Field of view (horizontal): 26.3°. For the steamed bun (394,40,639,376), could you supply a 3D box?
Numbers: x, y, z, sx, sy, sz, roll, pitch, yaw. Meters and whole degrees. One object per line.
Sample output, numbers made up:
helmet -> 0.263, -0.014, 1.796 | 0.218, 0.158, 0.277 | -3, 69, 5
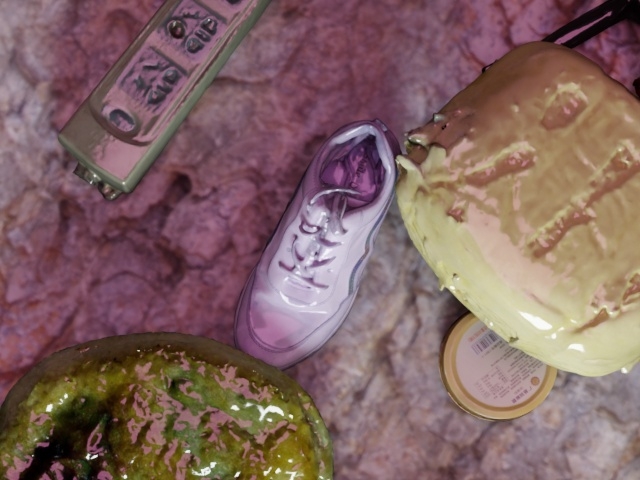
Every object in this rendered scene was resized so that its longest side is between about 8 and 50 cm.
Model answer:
steamed bun -> 0.194, -0.023, 1.164 | 0.273, 0.166, 0.232 | 40, 78, 1

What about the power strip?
power strip -> -0.128, -0.167, 1.240 | 0.080, 0.048, 0.286 | 37, 82, 2

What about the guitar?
guitar -> 0.267, -0.212, 1.261 | 0.271, 0.038, 0.084 | -30, 83, -5

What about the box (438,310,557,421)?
box -> 0.158, 0.108, 1.218 | 0.105, 0.037, 0.105 | 0, 83, -1

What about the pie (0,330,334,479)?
pie -> -0.150, 0.224, 1.162 | 0.323, 0.070, 0.323 | 0, 90, 3

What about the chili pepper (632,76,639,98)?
chili pepper -> 0.409, -0.088, 1.227 | 0.253, 0.136, 0.144 | 53, 39, -5

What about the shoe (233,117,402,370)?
shoe -> 0.000, 0.000, 1.177 | 0.095, 0.137, 0.245 | 27, 83, 6
